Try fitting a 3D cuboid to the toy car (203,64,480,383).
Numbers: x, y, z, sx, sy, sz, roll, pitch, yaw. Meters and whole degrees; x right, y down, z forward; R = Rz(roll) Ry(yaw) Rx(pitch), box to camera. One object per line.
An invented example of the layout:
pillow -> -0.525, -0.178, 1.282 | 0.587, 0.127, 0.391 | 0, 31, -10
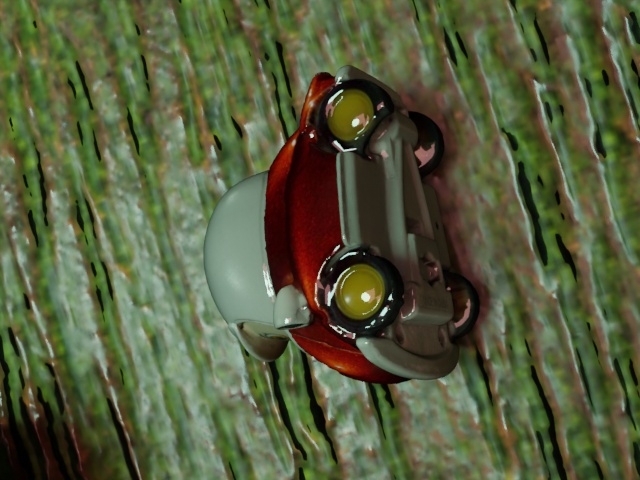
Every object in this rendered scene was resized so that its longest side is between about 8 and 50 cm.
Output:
toy car -> 0.000, 0.000, 0.472 | 0.112, 0.112, 0.139 | -13, 77, 26
